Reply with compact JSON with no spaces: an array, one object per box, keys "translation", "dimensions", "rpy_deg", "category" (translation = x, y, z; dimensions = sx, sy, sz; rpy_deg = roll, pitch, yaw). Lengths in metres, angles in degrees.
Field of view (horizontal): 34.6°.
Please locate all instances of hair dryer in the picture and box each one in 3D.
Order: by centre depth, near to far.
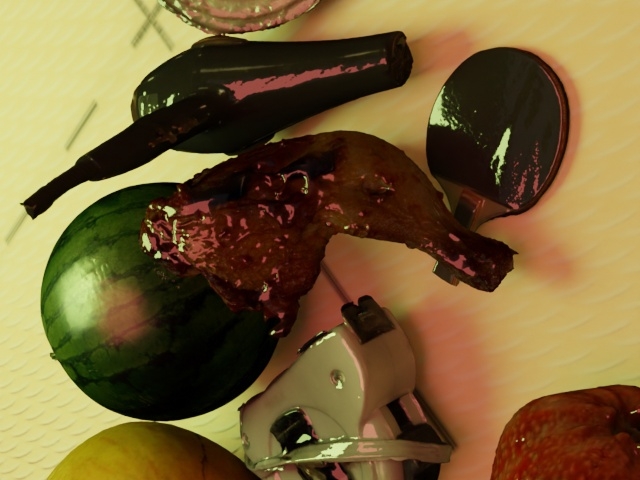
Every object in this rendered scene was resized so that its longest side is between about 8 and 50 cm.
[{"translation":[-0.109,-0.094,0.894],"dimensions":[0.304,0.359,0.120],"rpy_deg":[-2,114,34],"category":"hair dryer"}]

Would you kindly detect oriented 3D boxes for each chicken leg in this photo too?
[{"translation":[0.001,-0.013,0.896],"dimensions":[0.323,0.083,0.177],"rpy_deg":[-12,78,0],"category":"chicken leg"}]

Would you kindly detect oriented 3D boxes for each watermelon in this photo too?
[{"translation":[-0.158,0.062,1.029],"dimensions":[0.242,0.242,0.242],"rpy_deg":[8,103,36],"category":"watermelon"}]

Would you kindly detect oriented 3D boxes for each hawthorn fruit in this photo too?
[{"translation":[0.217,0.242,0.806],"dimensions":[0.205,0.205,0.253],"rpy_deg":[29,122,30],"category":"hawthorn fruit"}]

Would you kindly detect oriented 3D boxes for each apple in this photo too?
[{"translation":[-0.167,0.326,1.058],"dimensions":[0.233,0.286,0.285],"rpy_deg":[-24,83,59],"category":"apple"}]

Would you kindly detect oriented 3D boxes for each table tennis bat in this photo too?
[{"translation":[0.143,-0.063,0.912],"dimensions":[0.130,0.019,0.220],"rpy_deg":[29,113,31],"category":"table tennis bat"}]

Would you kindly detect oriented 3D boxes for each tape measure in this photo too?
[{"translation":[0.021,0.196,0.993],"dimensions":[0.236,0.120,0.197],"rpy_deg":[-45,73,38],"category":"tape measure"}]

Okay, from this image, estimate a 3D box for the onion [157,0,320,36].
[{"translation":[-0.070,-0.332,0.981],"dimensions":[0.250,0.111,0.247],"rpy_deg":[-23,106,27],"category":"onion"}]
